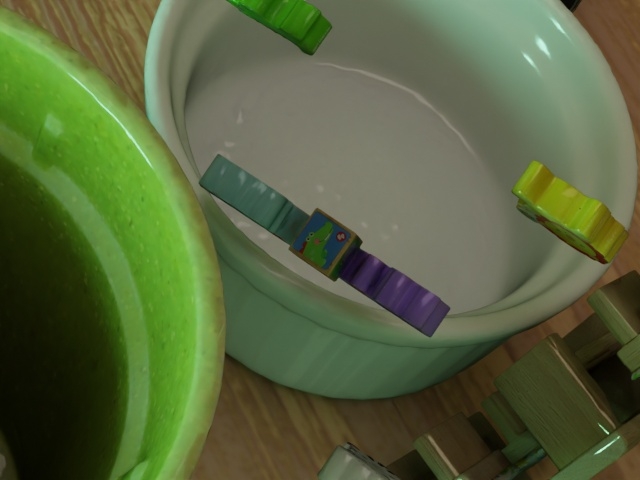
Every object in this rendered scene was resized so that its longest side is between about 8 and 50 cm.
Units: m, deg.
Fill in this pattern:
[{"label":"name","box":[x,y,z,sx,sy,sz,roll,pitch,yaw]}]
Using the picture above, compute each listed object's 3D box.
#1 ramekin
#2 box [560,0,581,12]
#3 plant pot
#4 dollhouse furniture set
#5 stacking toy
[{"label":"ramekin","box":[0.026,-0.043,0.732,0.277,0.135,0.277,9,59,-14]},{"label":"box","box":[0.104,-0.245,0.889,0.207,0.108,0.153,31,57,1]},{"label":"plant pot","box":[-0.200,0.074,0.517,0.276,0.254,0.276,8,60,-14]},{"label":"dollhouse furniture set","box":[0.192,0.105,0.665,0.161,0.212,0.242,54,34,14]},{"label":"stacking toy","box":[0.000,0.000,0.577,0.221,0.052,0.167,36,88,12]}]
